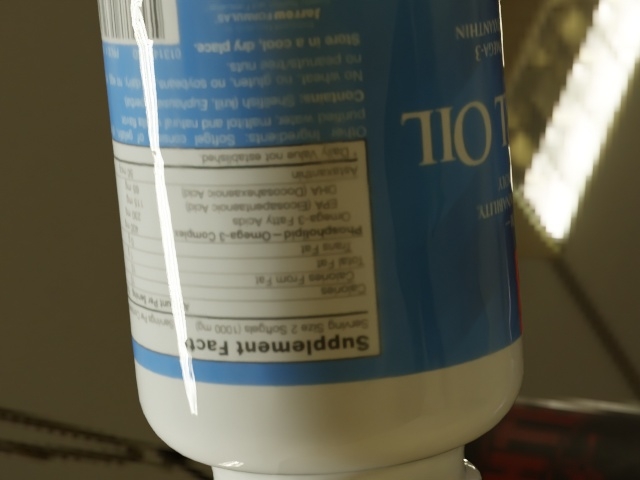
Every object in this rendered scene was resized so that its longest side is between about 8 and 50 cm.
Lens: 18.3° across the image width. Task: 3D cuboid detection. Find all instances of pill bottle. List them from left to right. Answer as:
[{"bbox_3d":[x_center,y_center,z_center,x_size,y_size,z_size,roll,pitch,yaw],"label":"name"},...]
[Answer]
[{"bbox_3d":[0.000,0.000,0.620,0.124,0.124,0.221,-18,-73,-51],"label":"pill bottle"}]
